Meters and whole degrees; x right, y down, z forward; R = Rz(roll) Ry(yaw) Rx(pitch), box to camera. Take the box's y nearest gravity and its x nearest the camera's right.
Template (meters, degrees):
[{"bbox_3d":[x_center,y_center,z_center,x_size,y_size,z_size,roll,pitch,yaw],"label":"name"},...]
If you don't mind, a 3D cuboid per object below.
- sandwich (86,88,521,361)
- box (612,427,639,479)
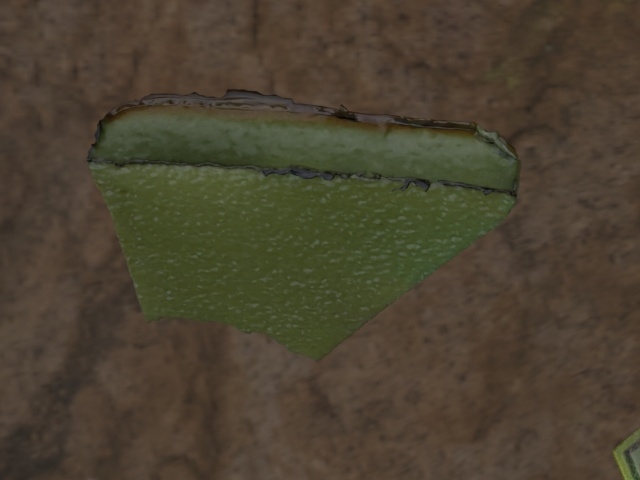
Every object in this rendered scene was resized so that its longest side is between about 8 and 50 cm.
[{"bbox_3d":[0.000,0.000,1.059,0.245,0.212,0.063,6,57,11],"label":"sandwich"},{"bbox_3d":[0.246,0.191,0.874,0.064,0.141,0.220,-43,45,31],"label":"box"}]
